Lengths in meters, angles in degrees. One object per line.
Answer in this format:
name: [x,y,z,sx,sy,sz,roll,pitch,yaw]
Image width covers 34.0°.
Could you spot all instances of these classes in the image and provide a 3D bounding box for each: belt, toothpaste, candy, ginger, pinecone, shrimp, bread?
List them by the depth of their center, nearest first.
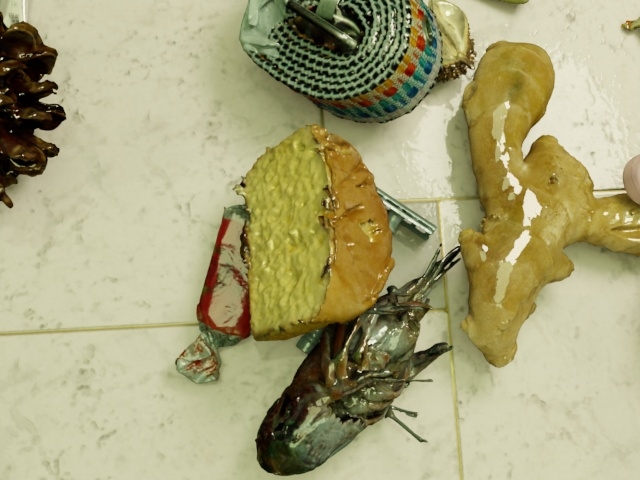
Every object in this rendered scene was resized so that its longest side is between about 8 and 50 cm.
bread: [0.002,0.003,1.267,0.160,0.147,0.260,-31,54,35]
pinecone: [-0.429,-0.166,1.300,0.243,0.243,0.257,-40,97,-9]
shrimp: [0.074,0.162,1.301,0.372,0.137,0.172,-40,113,-2]
ginger: [0.261,-0.057,1.335,0.348,0.122,0.363,-37,92,-23]
belt: [0.029,-0.271,1.339,0.257,0.150,0.207,39,96,28]
candy: [-0.107,0.045,1.346,0.086,0.059,0.292,18,80,0]
toothpaste: [-0.413,-0.361,1.431,0.048,0.031,0.190,6,82,-4]

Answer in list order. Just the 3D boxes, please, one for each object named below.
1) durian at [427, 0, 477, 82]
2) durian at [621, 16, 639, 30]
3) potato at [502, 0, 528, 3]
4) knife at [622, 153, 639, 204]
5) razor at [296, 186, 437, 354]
durian: [0.163,-0.255,1.403,0.110,0.071,0.140,-36,60,-7]
durian: [0.516,-0.295,1.420,0.208,0.102,0.146,-5,76,21]
potato: [0.253,-0.404,1.453,0.120,0.081,0.149,48,61,-23]
knife: [0.539,-0.077,1.354,0.336,0.043,0.081,-2,76,-20]
razor: [0.045,0.049,1.353,0.106,0.068,0.232,33,85,5]
